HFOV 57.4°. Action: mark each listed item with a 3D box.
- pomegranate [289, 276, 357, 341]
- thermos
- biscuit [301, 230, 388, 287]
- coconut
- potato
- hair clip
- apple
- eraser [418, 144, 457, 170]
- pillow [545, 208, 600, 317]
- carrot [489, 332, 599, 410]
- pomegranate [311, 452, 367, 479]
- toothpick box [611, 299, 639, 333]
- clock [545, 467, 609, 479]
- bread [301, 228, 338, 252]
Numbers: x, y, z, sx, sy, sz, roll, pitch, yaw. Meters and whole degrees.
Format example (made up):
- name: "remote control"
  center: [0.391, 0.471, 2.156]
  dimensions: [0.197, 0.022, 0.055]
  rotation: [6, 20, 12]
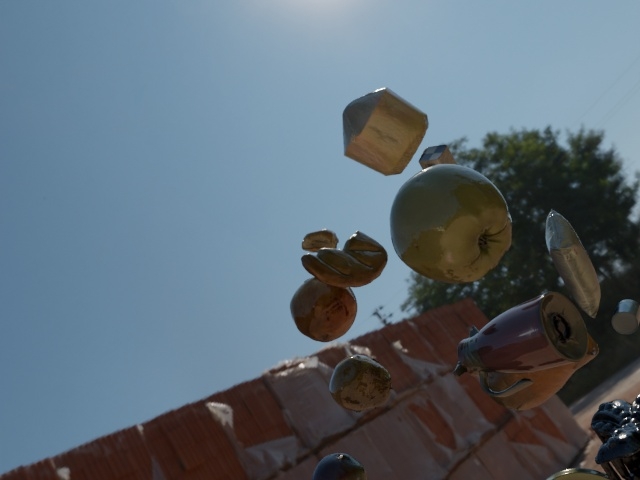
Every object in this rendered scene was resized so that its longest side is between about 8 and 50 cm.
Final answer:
- name: "pomegranate"
  center: [0.009, 0.227, 2.004]
  dimensions: [0.248, 0.248, 0.248]
  rotation: [-30, -26, -16]
- name: "thermos"
  center: [0.414, 0.233, 1.249]
  dimensions: [0.145, 0.177, 0.265]
  rotation: [18, -35, -28]
- name: "biscuit"
  center: [0.084, 0.060, 1.623]
  dimensions: [0.299, 0.154, 0.045]
  rotation: [-24, -24, -47]
- name: "coconut"
  center: [0.177, -0.329, 1.740]
  dimensions: [0.239, 0.244, 0.239]
  rotation: [-62, 2, 4]
- name: "potato"
  center: [0.093, 0.349, 1.427]
  dimensions: [0.175, 0.137, 0.137]
  rotation: [28, -65, -36]
- name: "hair clip"
  center: [0.692, 0.418, 1.237]
  dimensions: [0.206, 0.195, 0.310]
  rotation: [-34, -9, 20]
- name: "apple"
  center: [0.201, -0.024, 0.914]
  dimensions: [0.200, 0.200, 0.200]
  rotation: [-30, -26, -16]
- name: "eraser"
  center: [0.523, -0.191, 2.287]
  dimensions: [0.404, 0.098, 0.096]
  rotation: [53, -124, -31]
- name: "pillow"
  center: [0.613, 0.056, 1.421]
  dimensions: [0.078, 0.144, 0.254]
  rotation: [-26, -59, 20]
- name: "carrot"
  center: [0.645, 0.361, 1.766]
  dimensions: [0.224, 0.224, 0.341]
  rotation: [-8, -38, -47]
- name: "pomegranate"
  center: [0.043, 0.536, 1.313]
  dimensions: [0.129, 0.129, 0.159]
  rotation: [-37, 5, 0]
- name: "toothpick box"
  center: [0.649, 0.161, 1.237]
  dimensions: [0.083, 0.052, 0.052]
  rotation: [-21, -27, -55]
- name: "clock"
  center: [0.588, 0.618, 1.279]
  dimensions: [0.235, 0.235, 0.029]
  rotation: [-47, -15, 20]
- name: "bread"
  center: [-0.001, 0.001, 2.047]
  dimensions: [0.125, 0.082, 0.106]
  rotation: [-1, -10, 8]
